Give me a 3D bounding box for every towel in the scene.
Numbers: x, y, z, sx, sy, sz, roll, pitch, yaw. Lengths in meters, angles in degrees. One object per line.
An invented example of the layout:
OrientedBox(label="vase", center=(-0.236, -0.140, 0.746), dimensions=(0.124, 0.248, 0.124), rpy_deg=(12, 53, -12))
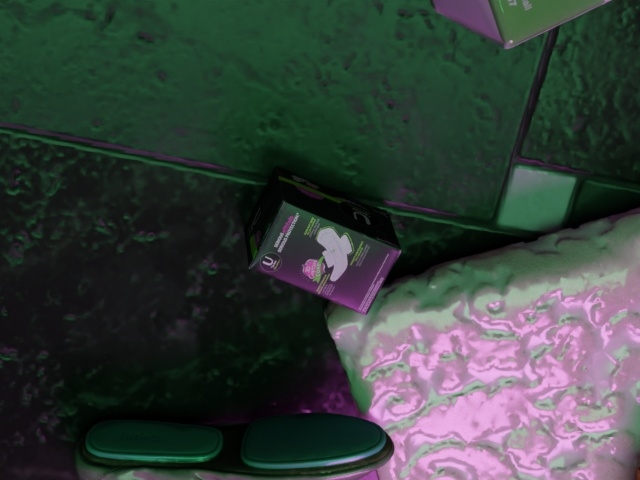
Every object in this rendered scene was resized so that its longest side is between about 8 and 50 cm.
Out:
OrientedBox(label="towel", center=(0.199, 0.134, 1.284), dimensions=(0.331, 0.053, 0.317), rpy_deg=(-17, 112, -1))

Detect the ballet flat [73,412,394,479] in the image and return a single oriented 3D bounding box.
OrientedBox(label="ballet flat", center=(-0.055, 0.152, 1.242), dimensions=(0.213, 0.072, 0.068), rpy_deg=(-1, 118, 10))

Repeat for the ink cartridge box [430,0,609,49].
OrientedBox(label="ink cartridge box", center=(0.172, -0.262, 1.058), dimensions=(0.278, 0.117, 0.201), rpy_deg=(-26, 114, -10))

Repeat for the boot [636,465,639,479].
OrientedBox(label="boot", center=(0.218, 0.222, 1.252), dimensions=(0.197, 0.073, 0.152), rpy_deg=(-17, 110, -22))

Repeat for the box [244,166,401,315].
OrientedBox(label="box", center=(0.000, 0.000, 1.200), dimensions=(0.083, 0.062, 0.052), rpy_deg=(23, 109, -15))
